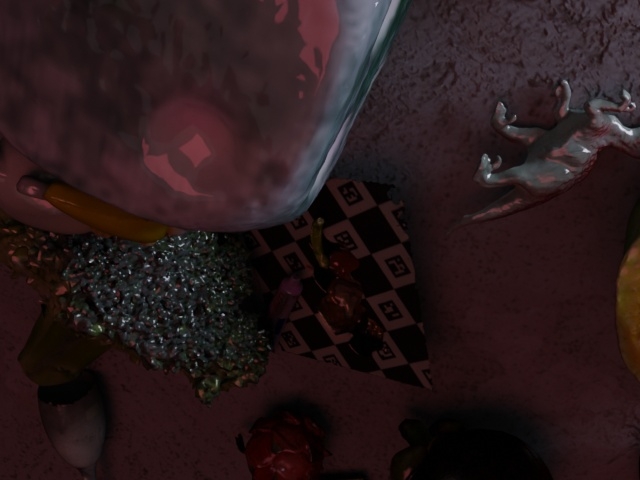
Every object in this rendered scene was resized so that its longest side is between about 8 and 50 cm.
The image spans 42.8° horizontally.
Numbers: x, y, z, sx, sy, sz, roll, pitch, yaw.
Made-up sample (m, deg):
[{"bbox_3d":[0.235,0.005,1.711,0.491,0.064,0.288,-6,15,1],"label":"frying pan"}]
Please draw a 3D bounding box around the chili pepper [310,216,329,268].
[{"bbox_3d":[0.001,0.000,0.945,0.030,0.017,0.083,42,151,41],"label":"chili pepper"}]

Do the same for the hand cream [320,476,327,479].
[{"bbox_3d":[-0.041,0.354,1.240,0.102,0.022,0.035,22,125,-3],"label":"hand cream"}]

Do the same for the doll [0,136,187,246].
[{"bbox_3d":[-0.241,-0.061,0.796,0.252,0.237,0.111,20,102,-1],"label":"doll"}]

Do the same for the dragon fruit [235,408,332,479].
[{"bbox_3d":[-0.052,0.301,1.159,0.121,0.130,0.142,2,125,-25],"label":"dragon fruit"}]

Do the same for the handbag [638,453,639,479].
[{"bbox_3d":[0.531,0.339,1.012,0.244,0.088,0.275,-9,121,25],"label":"handbag"}]

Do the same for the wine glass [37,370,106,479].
[{"bbox_3d":[-0.293,0.358,1.273,0.265,0.096,0.309,7,121,15],"label":"wine glass"}]

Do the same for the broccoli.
[{"bbox_3d":[-0.298,0.051,1.049,0.397,0.275,0.352,2,105,40],"label":"broccoli"}]

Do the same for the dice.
[{"bbox_3d":[-0.091,-0.235,0.706,0.331,0.328,0.348,26,124,0],"label":"dice"}]

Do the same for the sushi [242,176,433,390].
[{"bbox_3d":[0.024,0.033,1.005,0.264,0.050,0.289,9,126,37],"label":"sushi"}]

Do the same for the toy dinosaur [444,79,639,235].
[{"bbox_3d":[0.237,-0.070,0.868,0.167,0.053,0.242,29,116,-10],"label":"toy dinosaur"}]

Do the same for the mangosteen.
[{"bbox_3d":[0.195,0.329,1.051,0.216,0.216,0.216,8,122,13],"label":"mangosteen"}]

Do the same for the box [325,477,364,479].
[{"bbox_3d":[0.007,0.396,1.238,0.156,0.022,0.089,-12,127,24],"label":"box"}]

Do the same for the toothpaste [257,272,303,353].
[{"bbox_3d":[-0.055,0.092,1.060,0.045,0.028,0.170,36,140,7],"label":"toothpaste"}]

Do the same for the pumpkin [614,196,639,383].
[{"bbox_3d":[0.447,0.023,0.792,0.333,0.199,0.332,4,117,8],"label":"pumpkin"}]
